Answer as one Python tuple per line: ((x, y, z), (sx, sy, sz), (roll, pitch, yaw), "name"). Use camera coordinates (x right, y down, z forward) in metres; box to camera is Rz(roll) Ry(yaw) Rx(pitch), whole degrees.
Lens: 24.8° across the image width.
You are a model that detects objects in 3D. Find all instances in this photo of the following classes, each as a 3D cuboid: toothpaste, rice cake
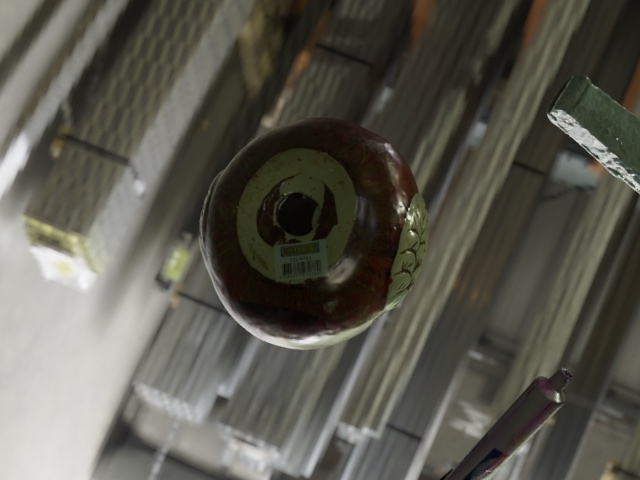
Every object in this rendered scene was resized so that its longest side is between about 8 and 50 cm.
((0.136, 0.158, 1.112), (0.045, 0.028, 0.170), (11, 126, -43), "toothpaste")
((0.203, -0.034, 0.846), (0.033, 0.171, 0.029), (-54, -171, -14), "rice cake")

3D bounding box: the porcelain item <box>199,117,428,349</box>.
((0.000, 0.000, 1.543), (0.253, 0.253, 0.253), (22, 90, -79), "porcelain item")
